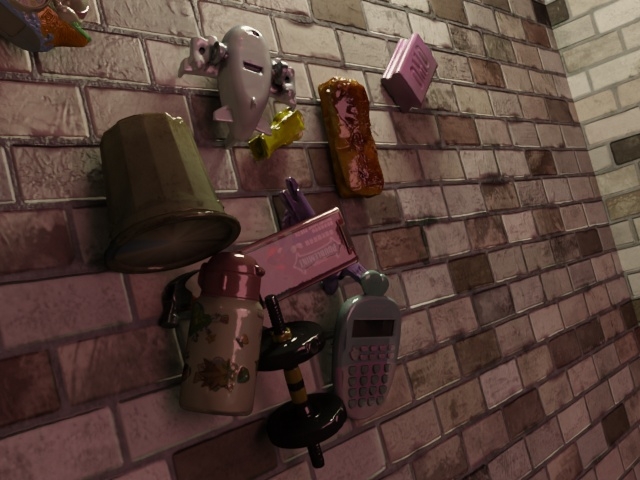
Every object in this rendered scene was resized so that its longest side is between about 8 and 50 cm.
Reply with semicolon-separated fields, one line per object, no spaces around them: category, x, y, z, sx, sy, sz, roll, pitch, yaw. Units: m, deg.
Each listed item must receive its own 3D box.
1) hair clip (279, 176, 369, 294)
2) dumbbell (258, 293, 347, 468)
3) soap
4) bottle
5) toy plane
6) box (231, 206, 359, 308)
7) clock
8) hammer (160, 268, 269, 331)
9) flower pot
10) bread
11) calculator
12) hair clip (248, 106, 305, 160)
hair clip;-0.009;0.007;1.626;0.278;0.090;0.137;49;38;-22
dumbbell;-0.043;0.244;1.402;0.143;0.143;0.325;-35;114;-52
soap;0.233;-0.437;2.132;0.122;0.065;0.203;50;42;-26
bottle;-0.151;0.145;1.301;0.120;0.120;0.253;14;79;-49
toy plane;-0.150;-0.295;1.547;0.245;0.117;0.244;15;61;-28
box;-0.046;0.032;1.508;0.224;0.069;0.120;-27;97;-29
clock;-0.434;-0.371;1.216;0.231;0.103;0.144;43;54;-32
hammer;-0.154;0.138;1.419;0.288;0.033;0.111;32;53;-42
flower pot;-0.247;-0.075;1.275;0.212;0.212;0.202;10;55;-50
bread;0.067;-0.227;1.822;0.139;0.077;0.271;-1;79;-49
calculator;0.092;0.207;1.635;0.185;0.041;0.298;4;91;-47
hair clip;-0.081;-0.213;1.649;0.173;0.046;0.072;-51;125;-48
